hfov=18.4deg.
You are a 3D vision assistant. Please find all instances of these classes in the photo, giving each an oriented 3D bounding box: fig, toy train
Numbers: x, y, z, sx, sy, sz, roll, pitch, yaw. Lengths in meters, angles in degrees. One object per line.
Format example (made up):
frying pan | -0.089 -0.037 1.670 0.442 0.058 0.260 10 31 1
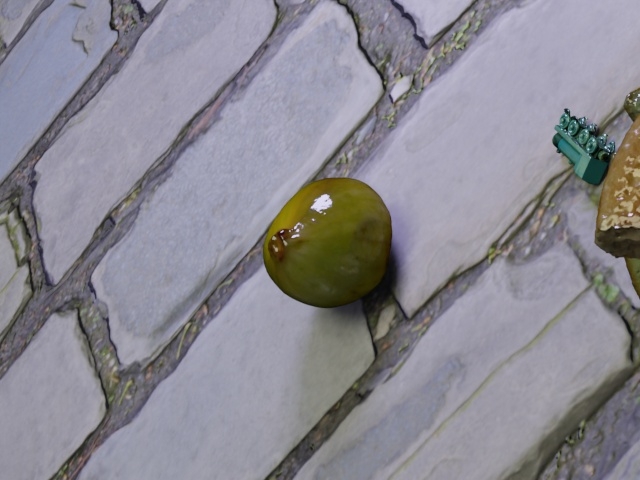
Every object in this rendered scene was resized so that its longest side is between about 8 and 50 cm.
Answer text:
fig | 0.009 0.004 1.984 0.136 0.120 0.153 -53 10 18
toy train | 0.242 -0.088 1.829 0.045 0.029 0.092 -67 26 17

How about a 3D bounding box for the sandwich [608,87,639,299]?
sandwich | 0.308 -0.073 1.672 0.090 0.088 0.244 -6 59 46

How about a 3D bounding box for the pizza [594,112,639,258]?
pizza | 0.362 -0.063 1.550 0.289 0.081 0.229 -47 54 -7
